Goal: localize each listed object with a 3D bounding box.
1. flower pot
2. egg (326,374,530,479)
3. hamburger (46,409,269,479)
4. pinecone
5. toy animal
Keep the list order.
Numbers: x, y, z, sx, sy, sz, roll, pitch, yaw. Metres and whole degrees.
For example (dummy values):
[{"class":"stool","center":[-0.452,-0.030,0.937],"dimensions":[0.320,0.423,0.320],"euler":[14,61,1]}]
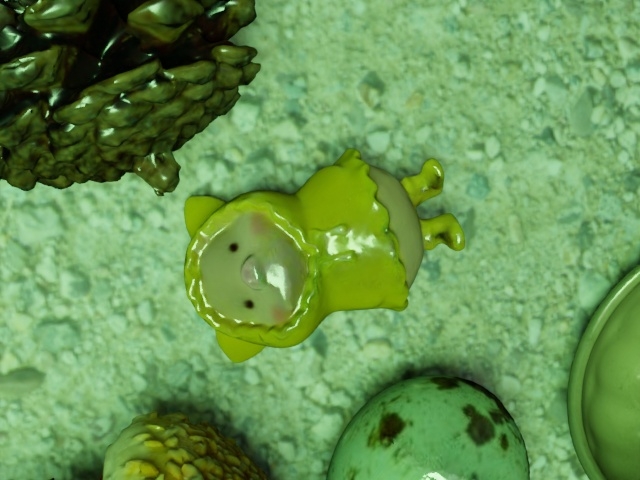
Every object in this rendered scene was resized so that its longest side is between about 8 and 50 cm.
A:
[{"class":"flower pot","center":[0.400,0.159,0.728],"dimensions":[0.244,0.307,0.307],"euler":[33,90,-29]},{"class":"egg","center":[0.084,0.226,0.726],"dimensions":[0.169,0.169,0.231],"euler":[21,101,-13]},{"class":"hamburger","center":[-0.110,0.306,0.626],"dimensions":[0.250,0.330,0.330],"euler":[-36,103,-6]},{"class":"pinecone","center":[-0.166,-0.151,0.602],"dimensions":[0.243,0.243,0.257],"euler":[-23,59,-8]},{"class":"toy animal","center":[0.001,0.005,0.702],"dimensions":[0.229,0.156,0.156],"euler":[-17,101,2]}]
